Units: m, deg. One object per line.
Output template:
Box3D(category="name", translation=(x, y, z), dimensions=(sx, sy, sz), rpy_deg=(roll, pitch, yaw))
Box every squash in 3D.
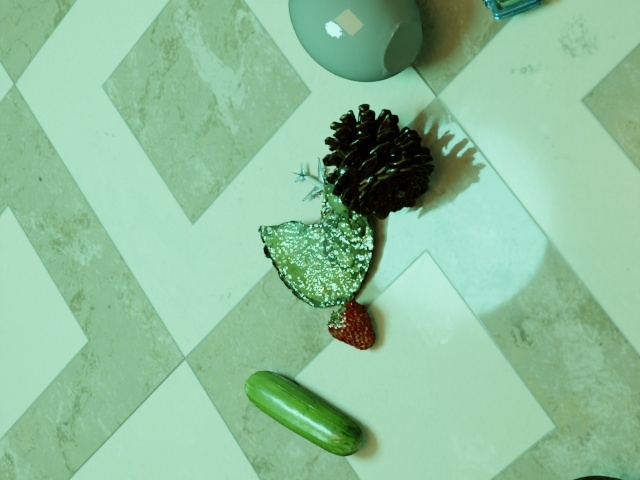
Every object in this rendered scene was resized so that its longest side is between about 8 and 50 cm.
Box3D(category="squash", translation=(-0.030, 0.278, 2.077), dimensions=(0.239, 0.069, 0.069), rpy_deg=(28, 107, 31))

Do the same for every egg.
Box3D(category="egg", translation=(0.048, -0.339, 1.944), dimensions=(0.232, 0.176, 0.176), rpy_deg=(45, 115, 34))

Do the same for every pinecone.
Box3D(category="pinecone", translation=(0.077, -0.127, 1.943), dimensions=(0.163, 0.163, 0.165), rpy_deg=(-46, 56, 26))

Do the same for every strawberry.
Box3D(category="strawberry", translation=(0.053, 0.135, 2.026), dimensions=(0.083, 0.073, 0.073), rpy_deg=(40, 118, -12))

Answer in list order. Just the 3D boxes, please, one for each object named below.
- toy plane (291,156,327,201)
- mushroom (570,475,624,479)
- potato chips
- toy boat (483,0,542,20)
Box3D(category="toy plane", translation=(-0.008, -0.094, 2.079), dimensions=(0.084, 0.024, 0.078), rpy_deg=(28, 106, 24))
Box3D(category="mushroom", translation=(0.401, 0.462, 1.731), dimensions=(0.278, 0.163, 0.297), rpy_deg=(-33, 72, 39))
Box3D(category="potato chips", translation=(0.002, -0.001, 2.061), dimensions=(0.202, 0.029, 0.220), rpy_deg=(46, 122, 18))
Box3D(category="toy boat", translation=(0.251, -0.441, 1.849), dimensions=(0.109, 0.098, 0.238), rpy_deg=(-17, 81, 31))
